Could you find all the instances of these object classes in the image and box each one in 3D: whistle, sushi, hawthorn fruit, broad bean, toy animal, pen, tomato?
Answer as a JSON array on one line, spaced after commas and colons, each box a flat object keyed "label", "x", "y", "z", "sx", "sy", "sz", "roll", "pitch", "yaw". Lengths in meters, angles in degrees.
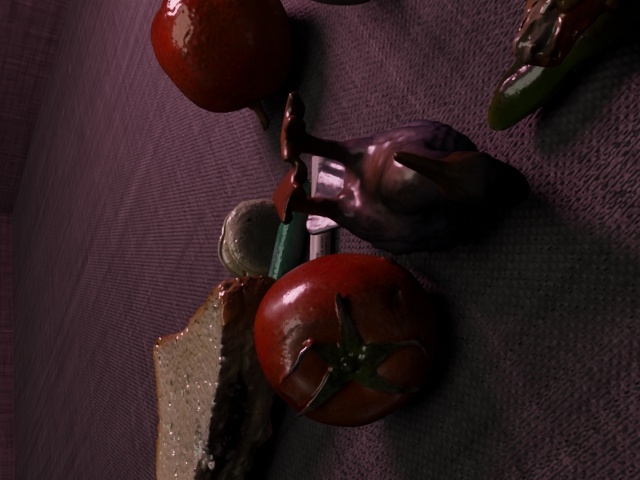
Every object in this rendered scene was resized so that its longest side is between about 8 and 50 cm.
[{"label": "whistle", "x": -0.041, "y": 0.012, "z": 0.848, "sx": 0.039, "sy": 0.039, "sz": 0.186, "roll": 24, "pitch": 104, "yaw": 57}, {"label": "sushi", "x": 0.183, "y": -0.217, "z": 0.435, "sx": 0.226, "sy": 0.103, "sz": 0.097, "roll": -64, "pitch": 16, "yaw": -6}, {"label": "hawthorn fruit", "x": -0.122, "y": -0.252, "z": 0.924, "sx": 0.196, "sy": 0.197, "sz": 0.225, "roll": -35, "pitch": 79, "yaw": 50}, {"label": "broad bean", "x": 0.207, "y": -0.152, "z": 0.488, "sx": 0.227, "sy": 0.039, "sz": 0.069, "roll": -29, "pitch": 56, "yaw": 49}, {"label": "toy animal", "x": 0.053, "y": -0.049, "z": 0.592, "sx": 0.298, "sy": 0.186, "sz": 0.122, "roll": 143, "pitch": 132, "yaw": -80}, {"label": "pen", "x": 0.000, "y": 0.000, "z": 0.794, "sx": 0.028, "sy": 0.028, "sz": 0.238, "roll": -16, "pitch": 69, "yaw": 56}, {"label": "tomato", "x": 0.020, "y": 0.089, "z": 0.636, "sx": 0.167, "sy": 0.167, "sz": 0.167, "roll": -20, "pitch": 66, "yaw": 55}]

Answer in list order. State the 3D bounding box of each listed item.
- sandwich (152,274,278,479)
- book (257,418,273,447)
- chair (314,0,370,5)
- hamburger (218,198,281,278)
[{"label": "sandwich", "x": -0.123, "y": 0.204, "z": 0.839, "sx": 0.288, "sy": 0.100, "sz": 0.254, "roll": -41, "pitch": 50, "yaw": 50}, {"label": "book", "x": -0.096, "y": 0.222, "z": 0.906, "sx": 0.077, "sy": 0.014, "sz": 0.110, "roll": -51, "pitch": 43, "yaw": 39}, {"label": "chair", "x": -0.035, "y": -0.383, "z": 0.787, "sx": 0.275, "sy": 0.204, "sz": 0.190, "roll": 43, "pitch": 123, "yaw": 59}, {"label": "hamburger", "x": -0.092, "y": 0.003, "z": 0.888, "sx": 0.054, "sy": 0.084, "sz": 0.121, "roll": -33, "pitch": 58, "yaw": 49}]
